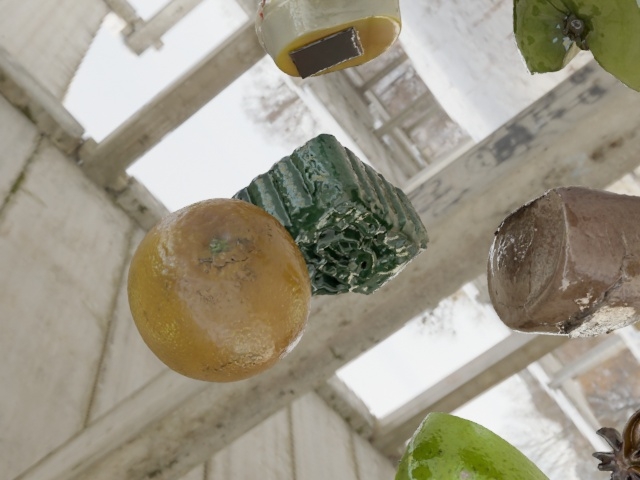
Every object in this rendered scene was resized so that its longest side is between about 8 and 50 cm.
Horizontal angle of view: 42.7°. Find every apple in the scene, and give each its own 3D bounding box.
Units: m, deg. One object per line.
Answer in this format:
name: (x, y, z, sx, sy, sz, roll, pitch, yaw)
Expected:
apple: (0.364, -0.303, 0.921, 0.295, 0.257, 0.233, 35, 144, 41)

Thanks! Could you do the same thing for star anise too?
star anise: (0.474, 0.344, 1.165, 0.148, 0.219, 0.227, 19, 175, 36)

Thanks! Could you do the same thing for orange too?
orange: (-0.144, 0.071, 1.180, 0.274, 0.274, 0.274, 49, -166, -17)

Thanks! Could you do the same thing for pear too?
pear: (0.291, 0.512, 1.435, 0.238, 0.317, 0.343, -44, -44, -52)

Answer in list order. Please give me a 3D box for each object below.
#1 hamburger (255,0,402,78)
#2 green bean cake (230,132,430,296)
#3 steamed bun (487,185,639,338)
hamburger: (0.019, -0.444, 1.652, 0.227, 0.295, 0.151, 93, 158, -68)
green bean cake: (0.000, 0.000, 1.446, 0.308, 0.300, 0.169, 31, -152, -45)
steamed bun: (0.405, 0.056, 1.271, 0.301, 0.251, 0.199, 117, 162, -63)
